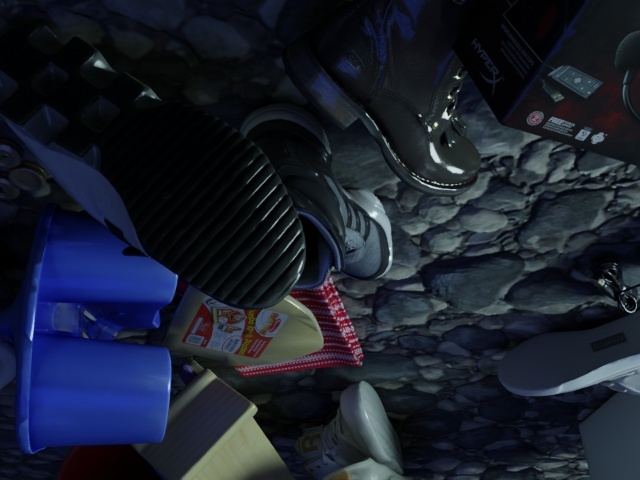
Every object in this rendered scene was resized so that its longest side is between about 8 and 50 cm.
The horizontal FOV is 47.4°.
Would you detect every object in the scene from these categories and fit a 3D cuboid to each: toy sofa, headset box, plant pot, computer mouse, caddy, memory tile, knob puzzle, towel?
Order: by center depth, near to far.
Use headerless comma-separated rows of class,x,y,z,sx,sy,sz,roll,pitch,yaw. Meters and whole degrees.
headset box,0.260,-0.194,0.472,0.218,0.110,0.293,12,129,-25
memory tile,-0.375,-0.075,0.764,0.148,0.012,0.113,-15,139,18
caddy,-0.252,0.098,0.768,0.179,0.241,0.341,6,165,-14
computer mouse,0.419,0.024,0.855,0.106,0.042,0.193,35,136,-30
knob puzzle,-0.087,0.105,0.924,0.213,0.030,0.213,1,142,1
towel,-0.063,0.109,0.978,0.198,0.031,0.275,-9,141,13
toy sofa,-0.137,0.357,1.100,0.177,0.150,0.362,24,149,42
plant pot,-0.276,0.454,1.255,0.275,0.275,0.243,-15,148,20

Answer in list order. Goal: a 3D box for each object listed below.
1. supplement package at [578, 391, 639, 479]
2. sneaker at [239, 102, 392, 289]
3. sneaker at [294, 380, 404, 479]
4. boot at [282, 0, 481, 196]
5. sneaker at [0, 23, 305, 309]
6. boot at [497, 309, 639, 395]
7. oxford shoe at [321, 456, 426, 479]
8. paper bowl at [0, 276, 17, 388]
supplement package,0.535,0.325,1.099,0.145,0.204,0.262,8,141,-10
sneaker,0.000,0.000,0.737,0.101,0.153,0.268,-17,138,20
sneaker,0.031,0.328,1.193,0.169,0.108,0.292,-11,142,10
boot,0.122,-0.158,0.595,0.229,0.091,0.263,-37,136,28
sneaker,-0.143,-0.049,0.636,0.330,0.122,0.146,40,160,16
boot,0.386,0.180,1.004,0.258,0.095,0.123,-20,130,23
oxford shoe,0.082,0.425,1.164,0.130,0.169,0.449,36,173,23
paper bowl,-0.500,0.095,0.839,0.284,0.148,0.284,-11,154,-6
